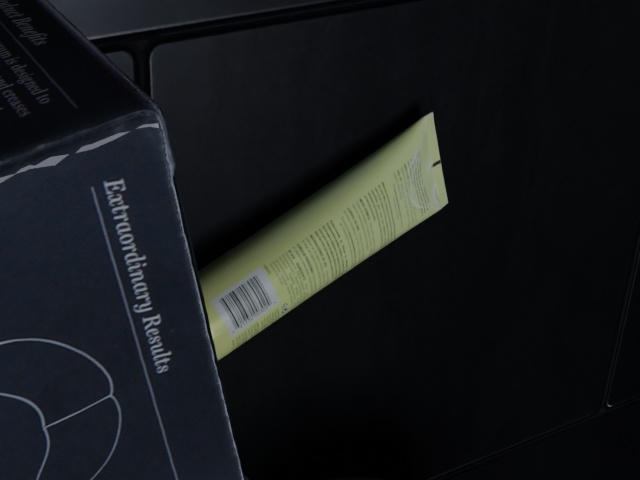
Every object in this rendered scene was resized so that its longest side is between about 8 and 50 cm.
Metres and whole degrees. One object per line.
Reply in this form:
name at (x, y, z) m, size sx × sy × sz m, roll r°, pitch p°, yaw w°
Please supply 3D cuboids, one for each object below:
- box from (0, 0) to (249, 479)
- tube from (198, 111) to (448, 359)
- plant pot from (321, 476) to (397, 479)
box at (-0.269, 0.081, 0.590) m, size 0.395 × 0.212 × 0.293 m, roll -23°, pitch 129°, yaw -20°
tube at (0.000, 0.000, 0.837) m, size 0.240 × 0.062 × 0.070 m, roll -34°, pitch 176°, yaw -19°
plant pot at (0.036, 0.313, 0.965) m, size 0.284 × 0.191 × 0.284 m, roll -18°, pitch 127°, yaw -25°
